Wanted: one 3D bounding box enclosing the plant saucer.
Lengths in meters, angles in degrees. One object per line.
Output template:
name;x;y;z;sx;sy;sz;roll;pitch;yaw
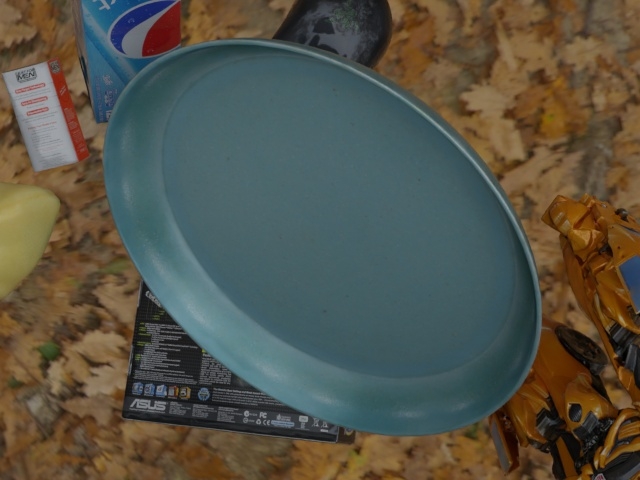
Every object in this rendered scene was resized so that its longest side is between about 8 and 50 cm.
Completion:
plant saucer;0.000;0.000;0.777;0.317;0.318;0.043;49;48;-12

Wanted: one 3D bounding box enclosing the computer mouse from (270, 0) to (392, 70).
computer mouse;-0.012;-0.173;1.330;0.189;0.072;0.272;29;102;-2

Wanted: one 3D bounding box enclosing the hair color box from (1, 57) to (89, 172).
hair color box;-0.371;-0.170;1.600;0.072;0.043;0.141;-11;105;15

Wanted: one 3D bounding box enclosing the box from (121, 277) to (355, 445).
box;-0.083;0.112;1.345;0.270;0.060;0.216;2;79;21

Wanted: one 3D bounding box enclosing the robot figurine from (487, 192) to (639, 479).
robot figurine;0.180;0.105;0.743;0.085;0.291;0.211;23;117;-19

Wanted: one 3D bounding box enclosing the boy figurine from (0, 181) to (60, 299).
boy figurine;-0.289;0.037;0.711;0.285;0.092;0.177;-38;89;-31

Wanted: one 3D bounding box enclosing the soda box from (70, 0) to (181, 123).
soda box;-0.134;-0.167;0.801;0.067;0.210;0.071;-13;66;-12
